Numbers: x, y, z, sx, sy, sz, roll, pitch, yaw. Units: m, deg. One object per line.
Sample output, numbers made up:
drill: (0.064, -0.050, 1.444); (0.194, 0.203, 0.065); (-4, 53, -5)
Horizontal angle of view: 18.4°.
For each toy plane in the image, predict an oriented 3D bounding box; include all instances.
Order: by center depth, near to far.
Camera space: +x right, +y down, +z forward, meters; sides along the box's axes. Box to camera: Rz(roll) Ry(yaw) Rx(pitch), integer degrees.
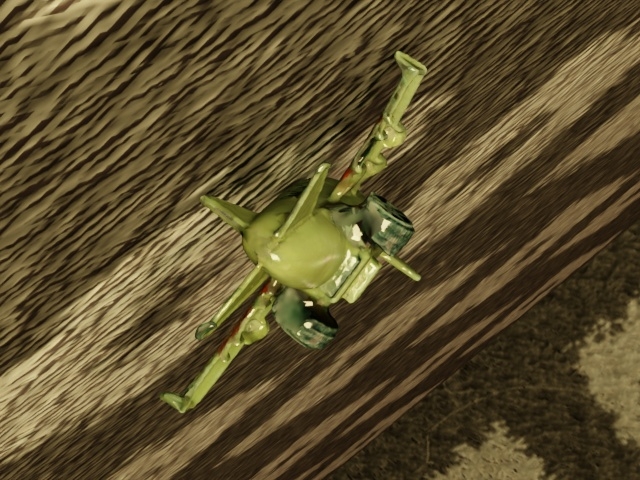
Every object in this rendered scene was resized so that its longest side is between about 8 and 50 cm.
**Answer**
toy plane: (0.000, 0.000, 0.487); (0.102, 0.040, 0.111); (-51, 168, 12)
